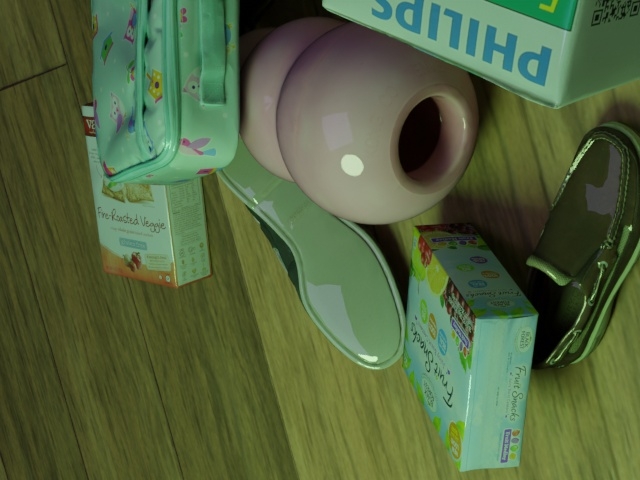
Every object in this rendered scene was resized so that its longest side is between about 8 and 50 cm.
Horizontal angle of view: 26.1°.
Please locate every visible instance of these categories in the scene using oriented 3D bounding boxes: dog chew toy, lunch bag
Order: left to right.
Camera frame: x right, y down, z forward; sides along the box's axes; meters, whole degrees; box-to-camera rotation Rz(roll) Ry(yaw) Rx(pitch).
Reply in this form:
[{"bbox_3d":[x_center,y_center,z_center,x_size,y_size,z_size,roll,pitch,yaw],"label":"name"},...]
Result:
[{"bbox_3d":[-0.163,-0.203,1.448,0.224,0.108,0.279,-10,81,63],"label":"lunch bag"},{"bbox_3d":[0.007,-0.140,1.436,0.332,0.207,0.206,24,121,49],"label":"dog chew toy"}]

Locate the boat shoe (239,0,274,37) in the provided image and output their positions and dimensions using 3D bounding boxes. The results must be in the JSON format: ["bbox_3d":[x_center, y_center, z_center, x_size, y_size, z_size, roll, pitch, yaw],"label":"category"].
[{"bbox_3d":[-0.121,-0.252,1.592,0.285,0.103,0.092,-49,63,37],"label":"boat shoe"}]

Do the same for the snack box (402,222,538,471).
[{"bbox_3d":[0.146,0.103,1.391,0.207,0.070,0.174,-115,25,-61],"label":"snack box"}]

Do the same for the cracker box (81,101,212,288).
[{"bbox_3d":[-0.226,-0.065,1.791,0.156,0.067,0.232,9,110,44],"label":"cracker box"}]

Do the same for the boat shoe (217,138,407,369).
[{"bbox_3d":[0.000,0.000,1.578,0.112,0.095,0.335,-38,77,9],"label":"boat shoe"}]

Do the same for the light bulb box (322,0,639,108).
[{"bbox_3d":[0.217,-0.329,1.017,0.225,0.358,0.361,29,123,33],"label":"light bulb box"}]

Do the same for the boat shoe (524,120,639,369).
[{"bbox_3d":[0.245,0.015,1.308,0.095,0.095,0.257,28,123,37],"label":"boat shoe"}]
